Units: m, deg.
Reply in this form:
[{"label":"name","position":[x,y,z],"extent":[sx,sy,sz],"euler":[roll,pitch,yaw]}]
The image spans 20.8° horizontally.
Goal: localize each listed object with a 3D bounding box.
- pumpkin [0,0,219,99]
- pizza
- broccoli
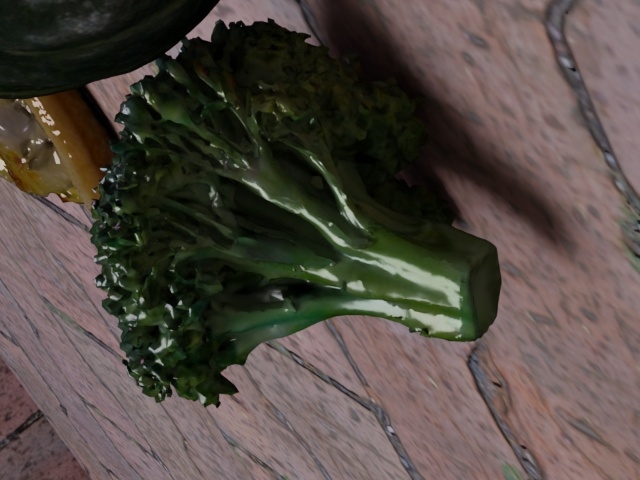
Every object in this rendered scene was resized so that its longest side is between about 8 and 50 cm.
[{"label":"pumpkin","position":[-0.163,-0.195,0.745],"extent":[0.300,0.207,0.300],"euler":[45,164,17]},{"label":"pizza","position":[-0.276,-0.138,1.406],"extent":[0.323,0.089,0.223],"euler":[55,160,-14]},{"label":"broccoli","position":[0.000,0.000,0.834],"extent":[0.194,0.194,0.219],"euler":[45,-158,17]}]
